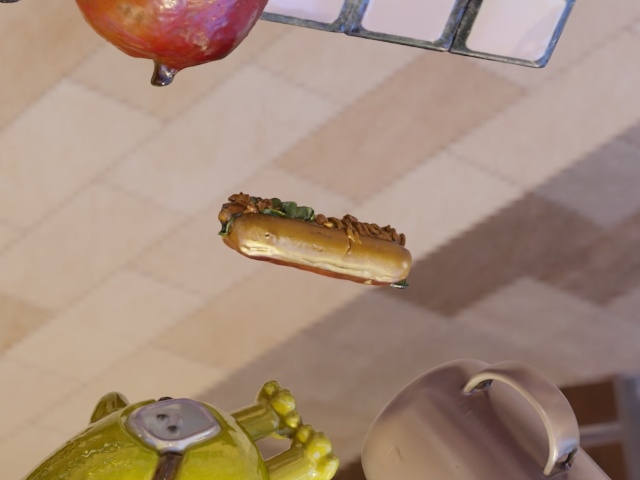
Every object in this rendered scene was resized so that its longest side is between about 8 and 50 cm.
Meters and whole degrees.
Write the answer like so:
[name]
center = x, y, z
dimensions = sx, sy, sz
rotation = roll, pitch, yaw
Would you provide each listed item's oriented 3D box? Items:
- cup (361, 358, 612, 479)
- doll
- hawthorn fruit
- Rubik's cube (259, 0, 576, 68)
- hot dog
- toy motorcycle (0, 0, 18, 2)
[cup]
center = 0.164, 0.213, 1.925
dimensions = 0.191, 0.200, 0.253
rotation = -18, 142, -32
[doll]
center = -0.159, 0.217, 1.659
dimensions = 0.363, 0.199, 0.145
rotation = -20, 146, -36
[hawthorn fruit]
center = -0.106, -0.199, 1.415
dimensions = 0.169, 0.169, 0.188
rotation = 11, 105, -21
[Rubik's cube]
center = 0.111, -0.427, 2.058
dimensions = 0.362, 0.363, 0.359
rotation = 7, 135, -18
[hot dog]
center = 0.000, 0.000, 1.675
dimensions = 0.188, 0.055, 0.072
rotation = 12, -176, -26
[toy motorcycle]
center = -0.404, -0.353, 1.856
dimensions = 0.325, 0.148, 0.221
rotation = 25, 137, 15
